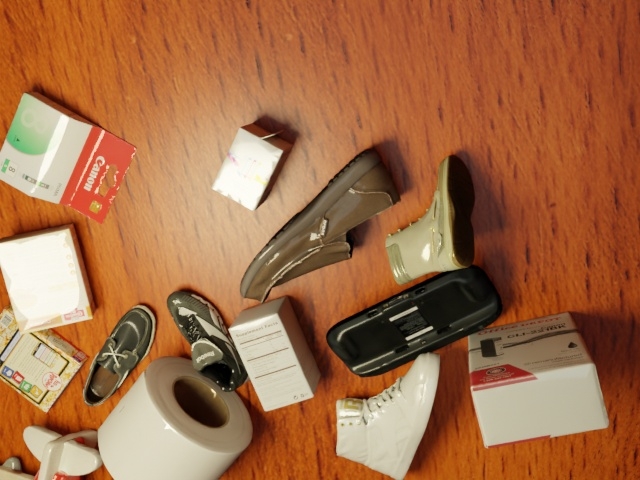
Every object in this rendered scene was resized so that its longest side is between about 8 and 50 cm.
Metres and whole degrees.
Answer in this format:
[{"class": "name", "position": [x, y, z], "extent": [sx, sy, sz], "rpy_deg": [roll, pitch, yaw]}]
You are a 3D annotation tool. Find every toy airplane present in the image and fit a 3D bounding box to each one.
[{"class": "toy airplane", "position": [-0.545, 0.573, 1.610], "extent": [0.384, 0.272, 0.386], "rpy_deg": [-29, 62, 5]}]

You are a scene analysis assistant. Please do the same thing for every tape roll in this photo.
[{"class": "tape roll", "position": [-0.274, 0.365, 1.491], "extent": [0.246, 0.246, 0.169], "rpy_deg": [39, 107, -3]}]

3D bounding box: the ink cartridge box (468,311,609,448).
[{"class": "ink cartridge box", "position": [0.362, 0.231, 1.341], "extent": [0.197, 0.273, 0.114], "rpy_deg": [-14, 99, 12]}]

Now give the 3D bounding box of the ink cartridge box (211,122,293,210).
[{"class": "ink cartridge box", "position": [-0.118, -0.143, 1.409], "extent": [0.090, 0.092, 0.143], "rpy_deg": [28, 106, 2]}]

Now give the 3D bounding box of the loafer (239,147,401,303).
[{"class": "loafer", "position": [0.000, 0.000, 1.406], "extent": [0.130, 0.134, 0.366], "rpy_deg": [45, 107, -4]}]

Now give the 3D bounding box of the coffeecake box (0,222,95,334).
[{"class": "coffeecake box", "position": [-0.535, 0.074, 1.526], "extent": [0.142, 0.068, 0.186], "rpy_deg": [-12, 103, -7]}]

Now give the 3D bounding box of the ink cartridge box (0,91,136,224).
[{"class": "ink cartridge box", "position": [-0.490, -0.152, 1.487], "extent": [0.224, 0.056, 0.181], "rpy_deg": [30, 108, 2]}]

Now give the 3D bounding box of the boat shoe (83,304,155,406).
[{"class": "boat shoe", "position": [-0.404, 0.234, 1.564], "extent": [0.084, 0.079, 0.233], "rpy_deg": [34, 106, 1]}]

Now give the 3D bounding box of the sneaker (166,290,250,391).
[{"class": "sneaker", "position": [-0.220, 0.199, 1.509], "extent": [0.078, 0.106, 0.234], "rpy_deg": [-35, 97, 15]}]

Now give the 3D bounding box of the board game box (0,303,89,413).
[{"class": "board game box", "position": [-0.600, 0.242, 1.613], "extent": [0.193, 0.045, 0.147], "rpy_deg": [39, 107, -3]}]

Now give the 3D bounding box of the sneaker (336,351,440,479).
[{"class": "sneaker", "position": [0.115, 0.319, 1.476], "extent": [0.169, 0.108, 0.293], "rpy_deg": [17, 116, 3]}]

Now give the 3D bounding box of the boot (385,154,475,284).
[{"class": "boot", "position": [0.192, -0.035, 1.387], "extent": [0.077, 0.213, 0.165], "rpy_deg": [19, 152, -35]}]

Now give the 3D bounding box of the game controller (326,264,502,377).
[{"class": "game controller", "position": [0.172, 0.151, 1.432], "extent": [0.319, 0.067, 0.166], "rpy_deg": [-27, 124, 14]}]

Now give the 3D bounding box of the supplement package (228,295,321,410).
[{"class": "supplement package", "position": [-0.085, 0.214, 1.492], "extent": [0.105, 0.105, 0.179], "rpy_deg": [-20, 101, 14]}]
